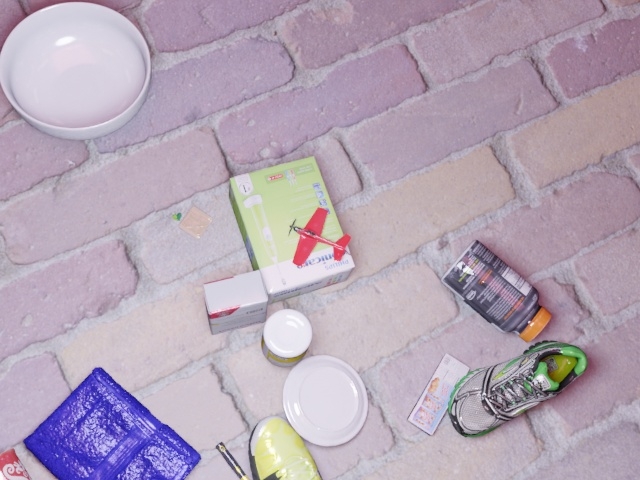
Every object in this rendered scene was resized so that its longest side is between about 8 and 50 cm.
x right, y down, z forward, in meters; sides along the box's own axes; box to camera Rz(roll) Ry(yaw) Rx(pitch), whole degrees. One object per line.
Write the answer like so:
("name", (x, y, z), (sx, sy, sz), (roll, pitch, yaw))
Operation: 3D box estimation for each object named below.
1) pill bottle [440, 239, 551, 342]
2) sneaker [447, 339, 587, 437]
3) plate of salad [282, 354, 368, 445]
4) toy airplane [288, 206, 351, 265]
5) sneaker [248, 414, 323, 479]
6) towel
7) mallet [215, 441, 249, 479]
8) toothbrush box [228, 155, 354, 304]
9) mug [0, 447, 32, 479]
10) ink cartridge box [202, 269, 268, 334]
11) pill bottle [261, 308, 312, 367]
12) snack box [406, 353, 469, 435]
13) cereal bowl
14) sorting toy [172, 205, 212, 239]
("pill bottle", (0.406, 0.122, 1.886), (0.245, 0.130, 0.130), (41, 72, 7))
("sneaker", (0.430, 0.314, 1.813), (0.343, 0.146, 0.134), (-30, 85, -14))
("plate of salad", (0.009, 0.350, 1.809), (0.199, 0.048, 0.200), (9, 66, -20))
("toy airplane", (0.000, 0.000, 1.808), (0.151, 0.028, 0.151), (3, 71, -8))
("sneaker", (-0.023, 0.533, 1.678), (0.145, 0.147, 0.385), (-17, 79, -37))
("towel", (-0.433, 0.438, 1.719), (0.308, 0.076, 0.228), (40, 71, 7))
("mallet", (-0.151, 0.503, 1.753), (0.062, 0.039, 0.190), (-29, 73, -15))
("toothbrush box", (-0.071, -0.023, 1.884), (0.206, 0.122, 0.283), (-17, 74, -13))
("mug", (-0.630, 0.529, 1.647), (0.150, 0.113, 0.169), (-35, 83, -35))
("ink cartridge box", (-0.186, 0.137, 1.792), (0.127, 0.175, 0.072), (-13, 71, -11))
("pill bottle", (-0.075, 0.215, 1.773), (0.103, 0.184, 0.103), (2, 72, -6))
("snack box", (0.265, 0.345, 1.855), (0.064, 0.022, 0.178), (33, 71, 4))
("cereal bowl", (-0.563, -0.380, 1.935), (0.339, 0.141, 0.339), (2, 72, -6))
("sorting toy", (-0.301, -0.048, 1.924), (0.083, 0.012, 0.062), (33, 76, 1))
